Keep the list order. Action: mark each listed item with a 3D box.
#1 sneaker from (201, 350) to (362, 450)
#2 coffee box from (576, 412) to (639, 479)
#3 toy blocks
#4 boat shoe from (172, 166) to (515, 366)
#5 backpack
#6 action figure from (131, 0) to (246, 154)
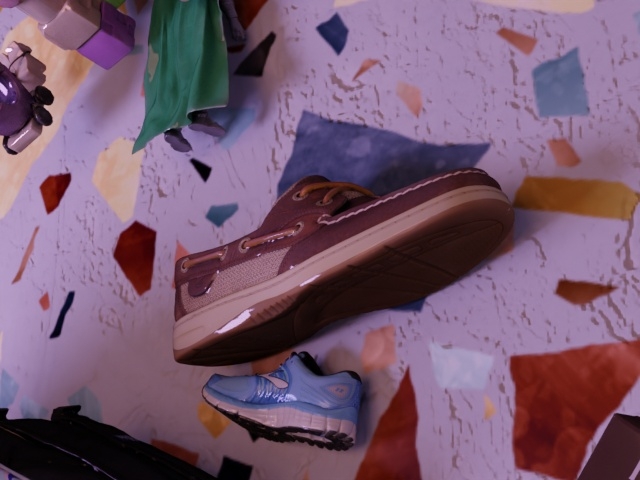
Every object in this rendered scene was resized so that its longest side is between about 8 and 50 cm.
[{"bbox_3d":[-0.028,0.130,1.082,0.162,0.063,0.073,5,64,36],"label":"sneaker"},{"bbox_3d":[0.202,0.252,0.818,0.141,0.098,0.246,33,100,40],"label":"coffee box"},{"bbox_3d":[-0.305,-0.311,1.248,0.309,0.260,0.288,-36,43,28],"label":"toy blocks"},{"bbox_3d":[0.000,0.000,1.045,0.342,0.123,0.123,-28,63,39],"label":"boat shoe"},{"bbox_3d":[-0.172,0.253,1.051,0.254,0.225,0.191,11,88,31],"label":"backpack"},{"bbox_3d":[-0.121,-0.202,1.235,0.137,0.063,0.232,-17,61,37],"label":"action figure"}]
